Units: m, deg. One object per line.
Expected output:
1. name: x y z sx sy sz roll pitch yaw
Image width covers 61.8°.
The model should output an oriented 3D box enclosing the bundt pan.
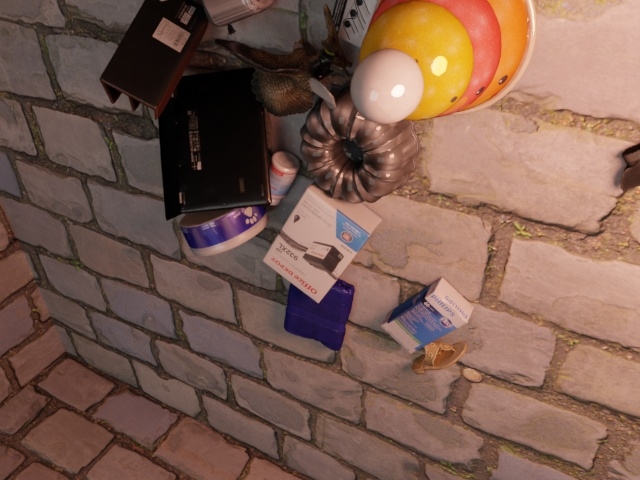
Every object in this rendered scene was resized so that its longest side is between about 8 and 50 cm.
1. bundt pan: 0.084 -0.233 1.390 0.330 0.124 0.331 18 131 22

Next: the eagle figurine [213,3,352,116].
1. eagle figurine: -0.081 -0.416 1.300 0.298 0.225 0.226 -11 110 16

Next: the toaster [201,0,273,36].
1. toaster: -0.212 -0.622 1.294 0.146 0.129 0.227 -2 119 32

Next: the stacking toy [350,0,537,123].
1. stacking toy: 0.179 -0.333 0.997 0.350 0.480 0.351 18 131 23

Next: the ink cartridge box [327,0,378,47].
1. ink cartridge box: 0.091 -0.551 1.200 0.097 0.046 0.207 30 134 10

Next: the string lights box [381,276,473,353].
1. string lights box: 0.317 0.232 1.613 0.133 0.077 0.259 44 135 -3

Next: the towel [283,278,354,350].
1. towel: -0.006 0.228 1.837 0.227 0.076 0.308 20 131 12

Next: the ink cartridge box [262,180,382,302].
1. ink cartridge box: 0.000 0.000 1.582 0.223 0.129 0.307 37 125 3

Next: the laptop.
1. laptop: -0.332 -0.269 1.588 0.407 0.236 0.382 -5 90 8

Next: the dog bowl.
1. dog bowl: -0.301 -0.062 1.676 0.265 0.265 0.104 -5 117 36

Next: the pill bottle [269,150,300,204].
1. pill bottle: -0.125 -0.182 1.592 0.087 0.087 0.160 35 135 7

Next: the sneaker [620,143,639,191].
1. sneaker: 0.690 -0.162 1.089 0.170 0.051 0.089 -21 109 47

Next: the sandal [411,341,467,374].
1. sandal: 0.347 0.355 1.678 0.079 0.088 0.240 41 140 -7

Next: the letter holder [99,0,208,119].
1. letter holder: -0.437 -0.486 1.436 0.152 0.302 0.214 27 170 -12
